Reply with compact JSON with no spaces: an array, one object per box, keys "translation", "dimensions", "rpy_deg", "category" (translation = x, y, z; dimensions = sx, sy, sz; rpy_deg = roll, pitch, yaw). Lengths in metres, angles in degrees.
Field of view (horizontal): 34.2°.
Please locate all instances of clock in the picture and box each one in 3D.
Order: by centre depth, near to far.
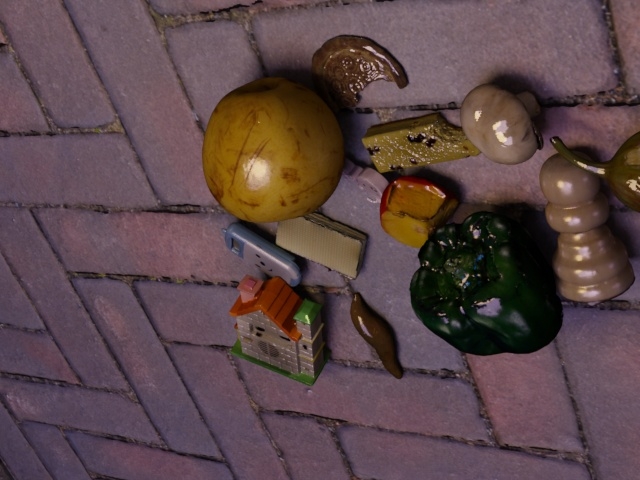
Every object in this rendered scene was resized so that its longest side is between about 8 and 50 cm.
[{"translation":[0.084,-0.117,2.019],"dimensions":[0.129,0.041,0.087],"rpy_deg":[31,166,34],"category":"clock"},{"translation":[-0.096,0.187,2.357],"dimensions":[0.220,0.106,0.255],"rpy_deg":[20,144,18],"category":"clock"}]

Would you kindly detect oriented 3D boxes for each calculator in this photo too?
[{"translation":[-0.130,0.030,2.292],"dimensions":[0.210,0.039,0.121],"rpy_deg":[32,158,6],"category":"calculator"}]

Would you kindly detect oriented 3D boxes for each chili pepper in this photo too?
[{"translation":[0.316,0.090,1.912],"dimensions":[0.249,0.233,0.257],"rpy_deg":[-3,148,41],"category":"chili pepper"}]

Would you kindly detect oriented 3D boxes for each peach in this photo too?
[{"translation":[0.177,-0.057,1.962],"dimensions":[0.118,0.151,0.151],"rpy_deg":[52,146,28],"category":"peach"}]

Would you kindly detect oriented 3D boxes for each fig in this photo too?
[{"translation":[0.484,-0.122,1.673],"dimensions":[0.245,0.149,0.149],"rpy_deg":[12,133,18],"category":"fig"}]

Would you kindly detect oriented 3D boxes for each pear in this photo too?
[{"translation":[-0.090,-0.167,1.948],"dimensions":[0.281,0.280,0.280],"rpy_deg":[19,136,20],"category":"pear"}]

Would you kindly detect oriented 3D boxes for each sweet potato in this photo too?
[{"translation":[0.132,0.224,2.301],"dimensions":[0.069,0.059,0.249],"rpy_deg":[10,139,55],"category":"sweet potato"}]

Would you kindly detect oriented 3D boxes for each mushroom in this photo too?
[{"translation":[0.310,-0.201,1.752],"dimensions":[0.154,0.122,0.154],"rpy_deg":[48,176,5],"category":"mushroom"}]

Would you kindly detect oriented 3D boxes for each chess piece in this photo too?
[{"translation":[0.453,-0.033,1.800],"dimensions":[0.143,0.143,0.260],"rpy_deg":[0,120,35],"category":"chess piece"}]

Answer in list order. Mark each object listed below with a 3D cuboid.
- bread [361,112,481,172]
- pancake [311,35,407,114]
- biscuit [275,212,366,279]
[{"translation":[0.188,-0.180,1.898],"dimensions":[0.226,0.049,0.088],"rpy_deg":[-8,122,38],"category":"bread"},{"translation":[0.063,-0.291,1.906],"dimensions":[0.184,0.020,0.190],"rpy_deg":[30,138,7],"category":"pancake"},{"translation":[0.000,0.000,2.196],"dimensions":[0.199,0.040,0.121],"rpy_deg":[25,134,16],"category":"biscuit"}]
